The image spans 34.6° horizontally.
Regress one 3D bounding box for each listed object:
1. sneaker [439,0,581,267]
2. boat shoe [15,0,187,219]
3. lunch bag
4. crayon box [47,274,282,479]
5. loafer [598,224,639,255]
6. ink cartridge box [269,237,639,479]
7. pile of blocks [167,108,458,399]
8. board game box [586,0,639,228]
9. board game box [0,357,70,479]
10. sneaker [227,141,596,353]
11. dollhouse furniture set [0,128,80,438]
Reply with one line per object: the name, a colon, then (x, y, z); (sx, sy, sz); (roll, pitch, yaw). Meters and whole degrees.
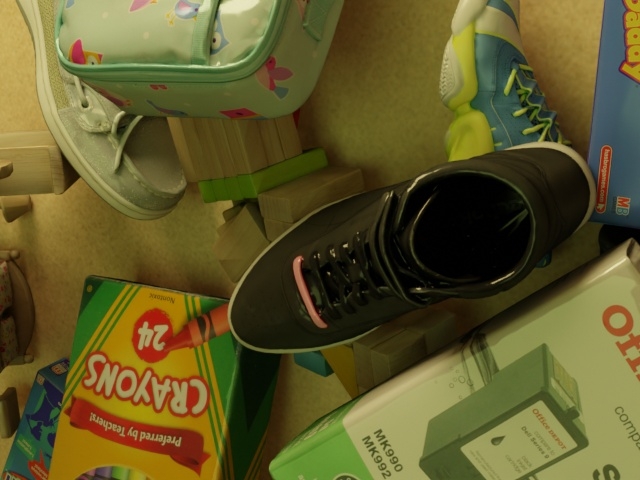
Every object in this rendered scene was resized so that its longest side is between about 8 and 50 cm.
sneaker: (0.154, -0.084, 0.781); (0.126, 0.091, 0.240); (13, 118, 17)
boat shoe: (-0.195, -0.176, 0.947); (0.103, 0.118, 0.320); (-21, 85, 39)
lunch bag: (-0.074, -0.235, 0.791); (0.224, 0.108, 0.279); (7, 76, 32)
crayon box: (-0.156, 0.205, 0.986); (0.202, 0.081, 0.318); (7, 86, 30)
loafer: (0.287, 0.027, 0.746); (0.170, 0.062, 0.061); (17, 134, 31)
ink cartridge box: (0.145, 0.160, 0.704); (0.289, 0.121, 0.211); (-34, 84, 19)
pile of blocks: (0.000, 0.000, 0.890); (0.362, 0.112, 0.149); (60, 143, 8)
board game box: (0.308, -0.167, 0.656); (0.233, 0.078, 0.347); (12, 110, 29)
board game box: (-0.279, 0.263, 1.166); (0.160, 0.047, 0.210); (36, 120, 18)
sneaker: (0.038, 0.011, 0.706); (0.296, 0.147, 0.104); (-23, 87, 22)
dollhouse furniture set: (-0.311, 0.078, 1.017); (0.174, 0.303, 0.355); (-4, 105, 1)
